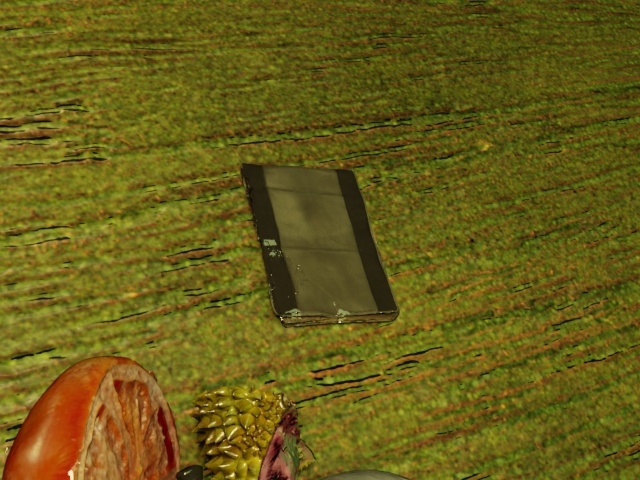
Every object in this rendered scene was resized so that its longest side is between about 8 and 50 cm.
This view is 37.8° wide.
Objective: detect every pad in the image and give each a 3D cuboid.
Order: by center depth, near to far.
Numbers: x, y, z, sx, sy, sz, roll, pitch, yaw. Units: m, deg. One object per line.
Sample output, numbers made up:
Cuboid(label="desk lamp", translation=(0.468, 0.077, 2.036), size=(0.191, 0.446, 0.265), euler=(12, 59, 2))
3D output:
Cuboid(label="pad", translation=(0.000, 0.000, 1.175), size=(0.174, 0.022, 0.233), euler=(1, 57, -27))

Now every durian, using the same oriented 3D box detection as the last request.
Cuboid(label="durian", translation=(-0.081, 0.216, 0.914), size=(0.118, 0.187, 0.108), euler=(10, 62, 13))

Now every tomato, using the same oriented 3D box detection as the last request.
Cuboid(label="tomato", translation=(-0.202, 0.221, 0.816), size=(0.095, 0.237, 0.237), euler=(-7, 54, 12))

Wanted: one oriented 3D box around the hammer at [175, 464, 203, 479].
Cuboid(label="hammer", translation=(-0.108, 0.312, 0.875), size=(0.078, 0.021, 0.201), euler=(4, 72, -36))

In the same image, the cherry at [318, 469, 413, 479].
Cuboid(label="cherry", translation=(0.046, 0.346, 0.838), size=(0.254, 0.218, 0.296), euler=(16, 42, -18))
